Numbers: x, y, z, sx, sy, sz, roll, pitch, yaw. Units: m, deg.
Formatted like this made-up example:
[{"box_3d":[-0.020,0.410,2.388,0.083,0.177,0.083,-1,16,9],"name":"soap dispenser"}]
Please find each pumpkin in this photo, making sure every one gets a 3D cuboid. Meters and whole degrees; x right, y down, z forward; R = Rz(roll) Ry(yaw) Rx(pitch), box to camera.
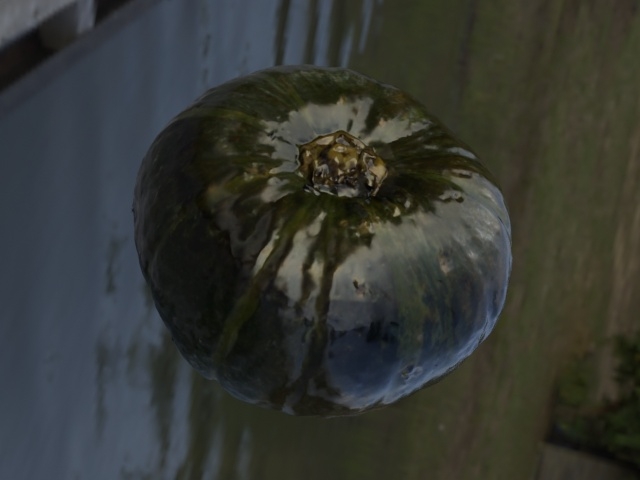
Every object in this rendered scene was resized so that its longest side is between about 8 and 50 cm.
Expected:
[{"box_3d":[0.000,0.000,0.835,0.157,0.223,0.224,114,1,-49],"name":"pumpkin"}]
